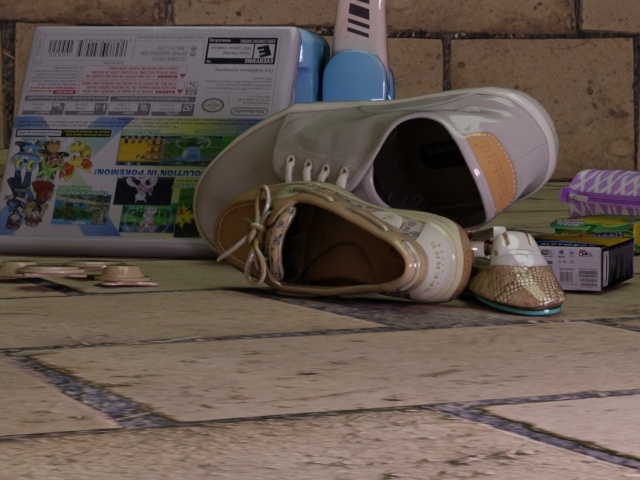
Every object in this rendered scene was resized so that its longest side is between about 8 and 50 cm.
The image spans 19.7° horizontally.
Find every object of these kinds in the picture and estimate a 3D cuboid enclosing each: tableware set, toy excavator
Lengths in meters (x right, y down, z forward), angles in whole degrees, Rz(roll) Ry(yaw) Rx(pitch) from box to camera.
[{"bbox_3d":[-0.240,0.031,1.781,0.141,0.020,0.169,1,3,-26],"label":"tableware set"},{"bbox_3d":[0.022,-0.215,2.257,0.433,0.445,0.222,1,5,10],"label":"toy excavator"}]

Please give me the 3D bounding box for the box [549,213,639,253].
[{"bbox_3d":[0.355,-0.008,2.217,0.105,0.043,0.179,3,3,32],"label":"box"}]

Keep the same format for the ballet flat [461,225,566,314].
[{"bbox_3d":[0.158,0.022,1.611,0.073,0.067,0.206,0,4,-18],"label":"ballet flat"}]

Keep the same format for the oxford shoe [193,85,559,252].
[{"bbox_3d":[0.027,-0.056,1.865,0.449,0.169,0.130,-10,20,39],"label":"oxford shoe"}]

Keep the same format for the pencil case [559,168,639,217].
[{"bbox_3d":[0.433,-0.057,2.574,0.088,0.086,0.206,13,-5,-37],"label":"pencil case"}]

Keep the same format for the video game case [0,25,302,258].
[{"bbox_3d":[-0.199,-0.118,2.135,0.329,0.299,0.036,1,-28,10],"label":"video game case"}]

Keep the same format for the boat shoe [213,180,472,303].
[{"bbox_3d":[0.000,0.000,1.649,0.285,0.104,0.089,5,3,40],"label":"boat shoe"}]

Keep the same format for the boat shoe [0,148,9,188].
[{"bbox_3d":[-0.351,-0.044,2.308,0.110,0.121,0.341,-44,24,-25],"label":"boat shoe"}]

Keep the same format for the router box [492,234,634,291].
[{"bbox_3d":[0.203,0.020,1.788,0.179,0.046,0.133,1,5,22],"label":"router box"}]
